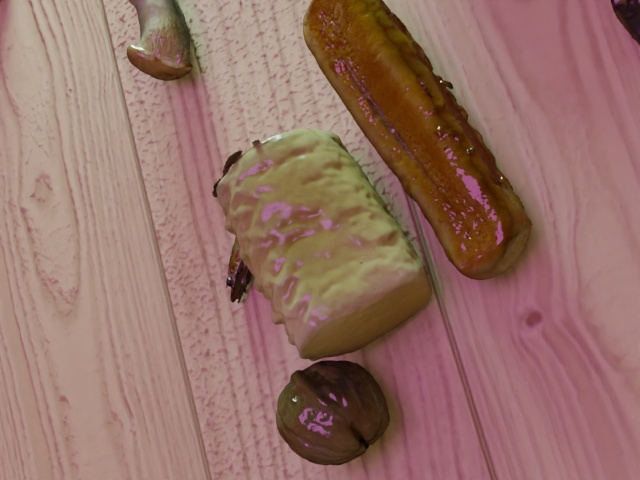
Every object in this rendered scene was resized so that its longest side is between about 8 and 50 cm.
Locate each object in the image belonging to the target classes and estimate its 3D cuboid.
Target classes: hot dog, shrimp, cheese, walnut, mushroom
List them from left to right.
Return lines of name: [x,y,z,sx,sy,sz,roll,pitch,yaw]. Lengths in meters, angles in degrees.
mushroom: [-0.162,-0.232,1.341,0.054,0.059,0.202,-22,67,10]
shrimp: [-0.047,0.003,1.235,0.059,0.023,0.108,13,87,26]
cheese: [0.000,0.000,1.148,0.123,0.094,0.167,-20,60,-18]
walnut: [0.009,0.132,1.132,0.092,0.092,0.092,-8,75,32]
hot dog: [0.073,-0.089,1.151,0.088,0.061,0.286,-39,62,24]

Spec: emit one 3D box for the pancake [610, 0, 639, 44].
pancake: [0.289,-0.213,1.062,0.184,0.020,0.190,-3,79,34]
